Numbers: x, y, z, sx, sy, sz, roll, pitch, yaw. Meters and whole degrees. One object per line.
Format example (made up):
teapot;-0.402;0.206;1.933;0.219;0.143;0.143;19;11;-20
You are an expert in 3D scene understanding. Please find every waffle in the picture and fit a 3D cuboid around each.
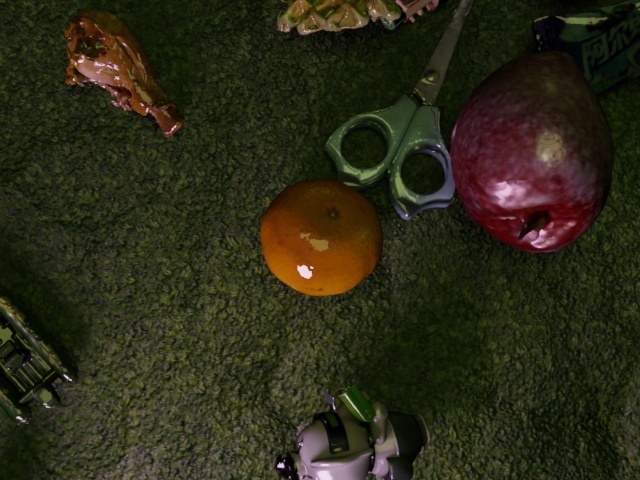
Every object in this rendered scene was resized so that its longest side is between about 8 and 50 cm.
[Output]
waffle;0.043;-0.385;1.151;0.204;0.054;0.223;-5;68;27

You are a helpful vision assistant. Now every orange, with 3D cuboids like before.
orange;0.000;0.000;1.058;0.159;0.136;0.159;6;59;-10

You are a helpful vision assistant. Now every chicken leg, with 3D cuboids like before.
chicken leg;-0.267;-0.220;1.109;0.207;0.085;0.101;49;44;-1

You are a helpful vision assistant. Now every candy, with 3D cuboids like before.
candy;0.439;-0.292;1.187;0.275;0.070;0.145;-22;101;-10

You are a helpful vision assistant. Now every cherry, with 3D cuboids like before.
cherry;0.274;-0.117;1.061;0.203;0.230;0.300;-1;62;30

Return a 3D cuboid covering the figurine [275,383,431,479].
figurine;0.037;0.254;1.013;0.192;0.147;0.126;-11;65;-20

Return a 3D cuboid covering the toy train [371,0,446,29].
toy train;0.126;-0.357;1.188;0.138;0.050;0.087;-37;87;-11

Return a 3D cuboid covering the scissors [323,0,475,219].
scissors;0.147;-0.206;1.168;0.191;0.029;0.360;25;77;2

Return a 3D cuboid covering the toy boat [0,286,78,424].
toy boat;-0.399;0.132;1.037;0.104;0.052;0.210;-42;85;-9
